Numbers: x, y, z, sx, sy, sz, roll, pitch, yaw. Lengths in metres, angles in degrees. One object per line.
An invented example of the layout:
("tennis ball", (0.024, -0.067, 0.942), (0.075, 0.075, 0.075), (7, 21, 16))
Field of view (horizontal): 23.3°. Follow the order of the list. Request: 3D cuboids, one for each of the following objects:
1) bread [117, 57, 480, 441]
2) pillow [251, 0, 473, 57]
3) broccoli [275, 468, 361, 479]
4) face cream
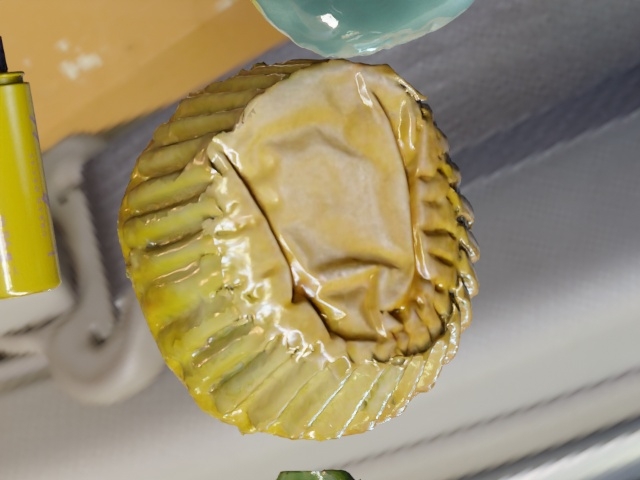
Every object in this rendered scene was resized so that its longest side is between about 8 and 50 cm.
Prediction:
("bread", (0.000, 0.003, 0.927), (0.240, 0.240, 0.139), (55, 154, -9))
("pillow", (0.033, -0.245, 1.137), (0.086, 0.233, 0.214), (11, 127, 63))
("broccoli", (-0.019, 0.371, 1.510), (0.321, 0.304, 0.283), (122, 152, -68))
("face cream", (-0.285, -0.088, 1.352), (0.078, 0.078, 0.273), (-44, -54, -79))
